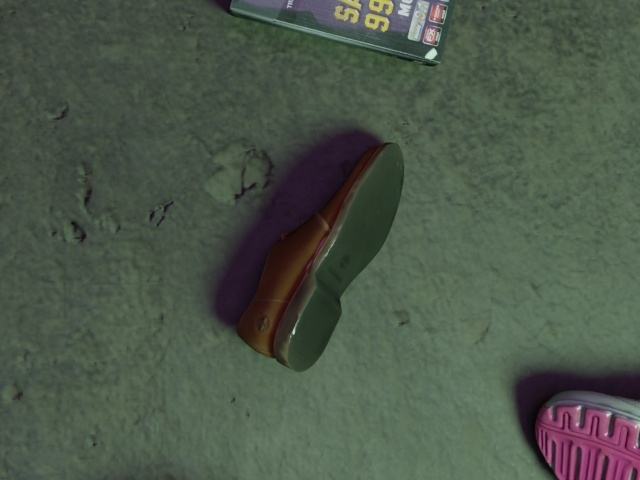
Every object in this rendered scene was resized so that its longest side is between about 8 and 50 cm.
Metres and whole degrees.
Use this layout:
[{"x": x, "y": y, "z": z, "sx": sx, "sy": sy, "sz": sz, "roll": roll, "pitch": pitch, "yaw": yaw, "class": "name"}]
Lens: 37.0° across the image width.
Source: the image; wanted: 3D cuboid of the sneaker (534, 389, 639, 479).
[{"x": 0.304, "y": 0.176, "z": 0.789, "sx": 0.252, "sy": 0.111, "sz": 0.103, "roll": 17, "pitch": 120, "yaw": 10, "class": "sneaker"}]

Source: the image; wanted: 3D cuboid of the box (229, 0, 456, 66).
[{"x": 0.038, "y": -0.279, "z": 0.796, "sx": 0.183, "sy": 0.056, "sz": 0.231, "roll": 14, "pitch": 96, "yaw": -7, "class": "box"}]

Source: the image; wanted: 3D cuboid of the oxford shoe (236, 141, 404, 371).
[{"x": 0.000, "y": 0.000, "z": 0.779, "sx": 0.076, "sy": 0.076, "sz": 0.212, "roll": 18, "pitch": 64, "yaw": 34, "class": "oxford shoe"}]
